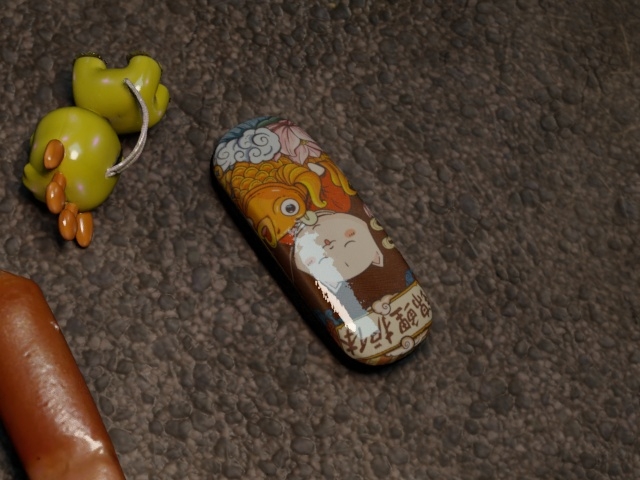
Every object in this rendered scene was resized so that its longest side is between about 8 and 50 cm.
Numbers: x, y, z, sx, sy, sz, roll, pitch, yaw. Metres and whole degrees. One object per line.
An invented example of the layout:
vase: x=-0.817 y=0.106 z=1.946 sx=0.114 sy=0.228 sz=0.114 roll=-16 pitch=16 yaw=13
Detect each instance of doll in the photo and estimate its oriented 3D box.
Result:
doll: x=-0.246 y=-0.098 z=2.059 sx=0.135 sy=0.143 sz=0.221 roll=4 pitch=48 yaw=16

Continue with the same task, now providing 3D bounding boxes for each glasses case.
glasses case: x=0.000 y=0.000 z=2.109 sx=0.122 sy=0.082 sz=0.321 roll=-27 pitch=73 yaw=-33

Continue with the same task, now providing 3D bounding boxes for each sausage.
sausage: x=-0.264 y=0.184 z=1.898 sx=0.097 sy=0.094 sz=0.348 roll=-27 pitch=69 yaw=1
